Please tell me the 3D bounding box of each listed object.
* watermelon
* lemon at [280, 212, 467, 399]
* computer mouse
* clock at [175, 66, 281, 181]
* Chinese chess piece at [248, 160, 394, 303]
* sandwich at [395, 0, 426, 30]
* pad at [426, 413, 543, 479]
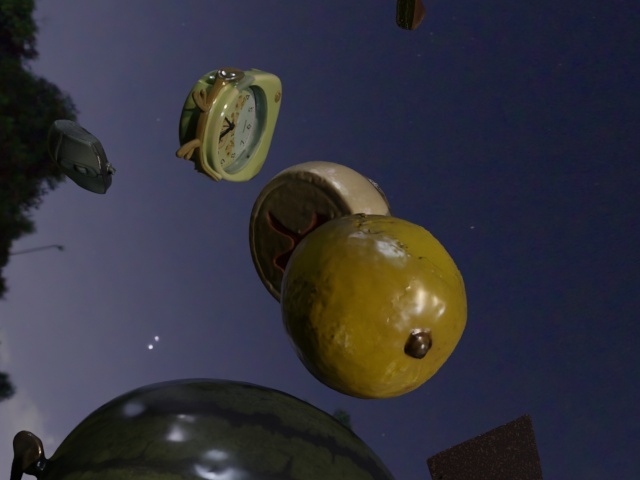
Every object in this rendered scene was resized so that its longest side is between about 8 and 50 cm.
[{"bbox_3d":[-0.087,0.258,0.485,0.279,0.360,0.278,-160,-90,-81],"label":"watermelon"},{"bbox_3d":[0.076,0.094,0.899,0.297,0.297,0.297,17,-68,48],"label":"lemon"},{"bbox_3d":[-0.459,-0.156,1.097,0.229,0.068,0.113,33,-40,39],"label":"computer mouse"},{"bbox_3d":[-0.192,-0.234,1.171,0.096,0.308,0.235,23,-73,16],"label":"clock"},{"bbox_3d":[0.000,0.000,1.249,0.338,0.141,0.338,8,-77,37],"label":"Chinese chess piece"},{"bbox_3d":[0.128,-0.326,0.843,0.031,0.083,0.044,26,-81,21],"label":"sandwich"},{"bbox_3d":[0.341,0.502,1.157,0.004,0.220,0.330,-123,-167,-64],"label":"pad"}]
